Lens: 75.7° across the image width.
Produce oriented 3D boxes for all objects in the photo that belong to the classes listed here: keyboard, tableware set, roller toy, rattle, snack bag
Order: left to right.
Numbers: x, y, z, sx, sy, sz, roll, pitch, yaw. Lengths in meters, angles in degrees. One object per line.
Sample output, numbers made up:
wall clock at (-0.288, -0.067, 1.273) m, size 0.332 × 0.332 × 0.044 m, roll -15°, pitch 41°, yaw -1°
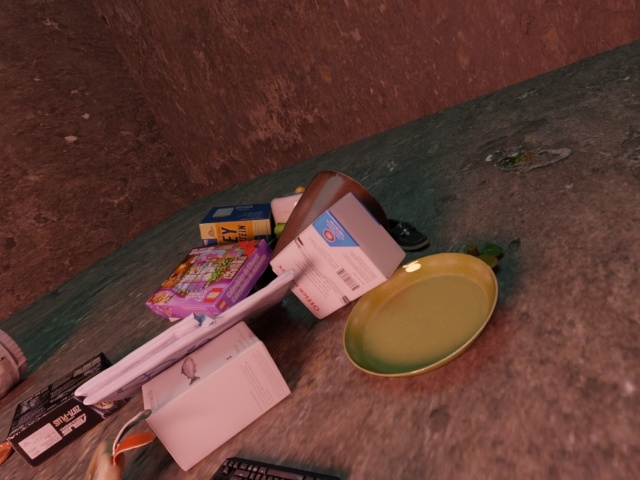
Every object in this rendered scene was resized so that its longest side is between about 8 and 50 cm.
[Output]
rattle at (-0.300, 0.278, 0.491) m, size 0.200 × 0.142 × 0.130 m, roll -57°, pitch 12°, yaw 28°
snack bag at (-0.198, 0.164, 0.714) m, size 0.342 × 0.037 × 0.323 m, roll -31°, pitch -10°, yaw -18°
keyboard at (-0.072, 0.293, 0.453) m, size 0.180 × 0.023 × 0.108 m, roll -13°, pitch 22°, yaw 35°
roller toy at (-0.043, -0.086, 1.204) m, size 0.191 × 0.146 × 0.209 m, roll -13°, pitch 11°, yaw 2°
tableware set at (0.248, 0.052, 0.703) m, size 0.104 × 0.024 × 0.154 m, roll -5°, pitch 27°, yaw 41°

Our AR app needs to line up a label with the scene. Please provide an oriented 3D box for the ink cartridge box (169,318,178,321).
ink cartridge box at (-0.365, 0.137, 1.181) m, size 0.115 × 0.067 × 0.198 m, roll -22°, pitch 20°, yaw 7°

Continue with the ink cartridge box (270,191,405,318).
ink cartridge box at (0.024, 0.034, 0.737) m, size 0.203 × 0.148 × 0.086 m, roll -39°, pitch 3°, yaw 46°

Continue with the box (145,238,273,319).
box at (-0.267, 0.094, 0.987) m, size 0.293 × 0.057 × 0.201 m, roll -7°, pitch 40°, yaw 40°

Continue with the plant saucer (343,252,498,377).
plant saucer at (0.145, 0.110, 0.606) m, size 0.241 × 0.037 × 0.241 m, roll -29°, pitch 23°, yaw 14°

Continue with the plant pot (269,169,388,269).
plant pot at (0.000, 0.000, 0.925) m, size 0.230 × 0.215 × 0.215 m, roll -50°, pitch 27°, yaw -20°

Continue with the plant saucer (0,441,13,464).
plant saucer at (-0.651, 0.437, 0.814) m, size 0.083 × 0.013 × 0.083 m, roll -22°, pitch 19°, yaw 8°

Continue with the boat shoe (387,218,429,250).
boat shoe at (0.184, -0.016, 0.923) m, size 0.056 × 0.049 × 0.152 m, roll -30°, pitch 19°, yaw -15°

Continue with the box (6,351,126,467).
box at (-0.495, 0.326, 0.817) m, size 0.180 × 0.078 × 0.147 m, roll -34°, pitch 20°, yaw -24°

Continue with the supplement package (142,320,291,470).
supplement package at (-0.156, 0.224, 0.618) m, size 0.179 × 0.105 × 0.105 m, roll -32°, pitch 20°, yaw -19°

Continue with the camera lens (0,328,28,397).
camera lens at (-0.954, 0.370, 1.057) m, size 0.219 × 0.219 × 0.274 m, roll -16°, pitch 21°, yaw 26°

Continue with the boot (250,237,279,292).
boot at (-0.190, 0.082, 1.087) m, size 0.178 × 0.085 × 0.236 m, roll -22°, pitch 17°, yaw 19°

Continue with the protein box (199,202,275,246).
protein box at (-0.241, -0.021, 1.252) m, size 0.199 × 0.136 × 0.201 m, roll -4°, pitch 19°, yaw -2°
